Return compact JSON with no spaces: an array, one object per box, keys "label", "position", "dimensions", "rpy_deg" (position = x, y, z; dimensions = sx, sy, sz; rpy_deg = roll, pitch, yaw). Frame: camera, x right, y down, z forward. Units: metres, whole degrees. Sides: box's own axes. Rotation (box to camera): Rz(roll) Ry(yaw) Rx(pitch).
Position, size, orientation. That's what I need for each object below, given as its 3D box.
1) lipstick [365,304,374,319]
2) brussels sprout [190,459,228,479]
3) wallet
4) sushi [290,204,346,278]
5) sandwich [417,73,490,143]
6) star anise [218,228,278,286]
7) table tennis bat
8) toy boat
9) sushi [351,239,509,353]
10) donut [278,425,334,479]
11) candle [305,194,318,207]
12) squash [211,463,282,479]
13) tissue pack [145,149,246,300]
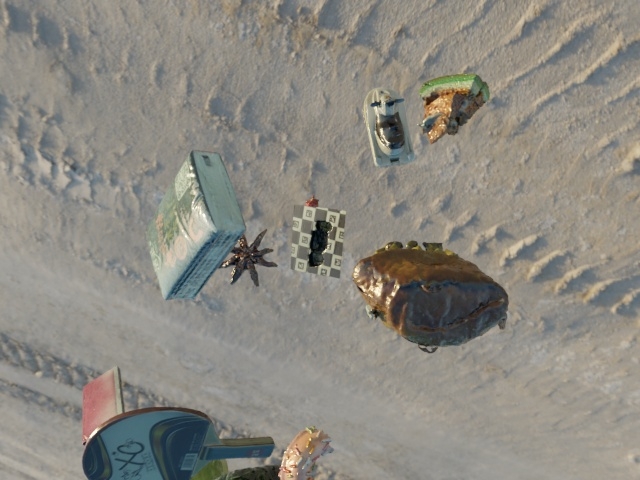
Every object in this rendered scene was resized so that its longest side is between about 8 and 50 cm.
[{"label":"lipstick","position":[0.147,0.131,1.015],"dimensions":[0.107,0.025,0.025],"rpy_deg":[-23,133,-10]},{"label":"brussels sprout","position":[-0.368,0.709,1.380],"dimensions":[0.244,0.244,0.244],"rpy_deg":[13,139,11]},{"label":"wallet","position":[-0.605,0.452,1.352],"dimensions":[0.232,0.119,0.025],"rpy_deg":[43,161,57]},{"label":"sushi","position":[0.000,0.000,1.559],"dimensions":[0.192,0.051,0.215],"rpy_deg":[9,97,30]},{"label":"sandwich","position":[0.363,-0.371,1.348],"dimensions":[0.185,0.159,0.109],"rpy_deg":[-9,145,34]},{"label":"star anise","position":[-0.314,0.070,2.128],"dimensions":[0.289,0.288,0.088],"rpy_deg":[23,172,-1]},{"label":"table tennis bat","position":[-0.218,0.338,0.784],"dimensions":[0.301,0.022,0.173],"rpy_deg":[12,109,-28]},{"label":"toy boat","position":[0.213,-0.367,1.536],"dimensions":[0.141,0.141,0.269],"rpy_deg":[-9,88,32]},{"label":"sushi","position":[0.200,0.094,0.869],"dimensions":[0.297,0.179,0.166],"rpy_deg":[-1,99,-5]},{"label":"donut","position":[-0.025,0.456,0.945],"dimensions":[0.065,0.117,0.165],"rpy_deg":[-15,89,57]},{"label":"candle","position":[-0.035,-0.105,1.809],"dimensions":[0.052,0.052,0.130],"rpy_deg":[10,101,14]},{"label":"squash","position":[-0.150,0.585,1.060],"dimensions":[0.253,0.165,0.252],"rpy_deg":[-12,142,-10]},{"label":"tissue pack","position":[-0.306,-0.028,1.146],"dimensions":[0.103,0.227,0.315],"rpy_deg":[2,146,-40]}]
